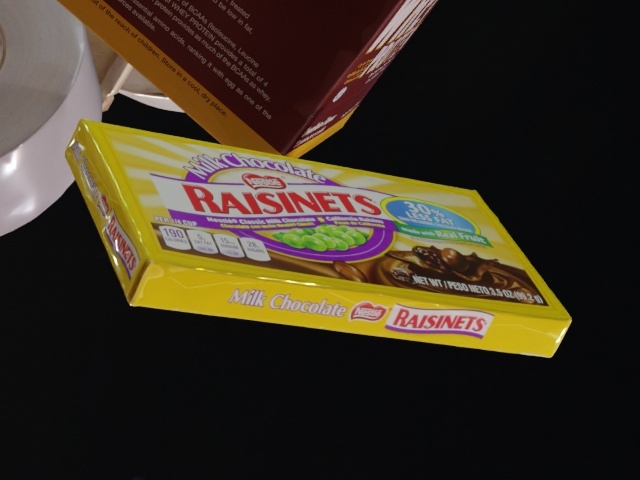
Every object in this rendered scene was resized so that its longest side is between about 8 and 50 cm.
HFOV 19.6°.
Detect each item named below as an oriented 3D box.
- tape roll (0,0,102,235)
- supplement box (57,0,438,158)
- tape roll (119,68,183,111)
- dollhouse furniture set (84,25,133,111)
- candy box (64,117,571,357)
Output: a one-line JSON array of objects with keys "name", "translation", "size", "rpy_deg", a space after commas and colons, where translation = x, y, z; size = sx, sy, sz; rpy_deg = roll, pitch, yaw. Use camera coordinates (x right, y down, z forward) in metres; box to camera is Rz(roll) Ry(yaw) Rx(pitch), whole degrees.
[{"name": "tape roll", "translation": [-0.258, -0.097, 1.230], "size": [0.219, 0.219, 0.072], "rpy_deg": [34, -27, 28]}, {"name": "supplement box", "translation": [-0.025, -0.178, 1.030], "size": [0.191, 0.129, 0.194], "rpy_deg": [41, -64, 5]}, {"name": "tape roll", "translation": [-0.109, -0.312, 1.721], "size": [0.392, 0.072, 0.392], "rpy_deg": [-8, -105, 30]}, {"name": "dollhouse furniture set", "translation": [-0.147, -0.211, 1.457], "size": [0.303, 0.174, 0.355], "rpy_deg": [32, -83, -1]}, {"name": "candy box", "translation": [0.000, 0.000, 0.788], "size": [0.027, 0.206, 0.105], "rpy_deg": [-66, -146, 25]}]
